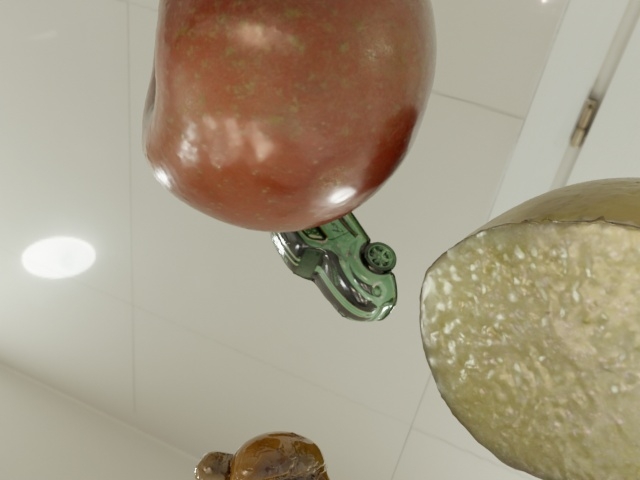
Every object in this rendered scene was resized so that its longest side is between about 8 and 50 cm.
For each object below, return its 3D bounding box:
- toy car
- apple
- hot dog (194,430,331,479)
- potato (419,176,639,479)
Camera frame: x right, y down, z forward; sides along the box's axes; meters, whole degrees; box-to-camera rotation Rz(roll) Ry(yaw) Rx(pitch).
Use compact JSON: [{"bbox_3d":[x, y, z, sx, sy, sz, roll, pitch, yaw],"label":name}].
[{"bbox_3d":[0.000,0.000,0.976,0.125,0.136,0.306,-20,-113,-27],"label":"toy car"},{"bbox_3d":[-0.044,-0.177,0.676,0.276,0.349,0.348,6,-146,-17],"label":"apple"},{"bbox_3d":[-0.051,0.232,0.600,0.140,0.090,0.060,5,171,-42],"label":"hot dog"},{"bbox_3d":[0.395,0.097,0.830,0.319,0.385,0.442,-31,-168,-40],"label":"potato"}]
